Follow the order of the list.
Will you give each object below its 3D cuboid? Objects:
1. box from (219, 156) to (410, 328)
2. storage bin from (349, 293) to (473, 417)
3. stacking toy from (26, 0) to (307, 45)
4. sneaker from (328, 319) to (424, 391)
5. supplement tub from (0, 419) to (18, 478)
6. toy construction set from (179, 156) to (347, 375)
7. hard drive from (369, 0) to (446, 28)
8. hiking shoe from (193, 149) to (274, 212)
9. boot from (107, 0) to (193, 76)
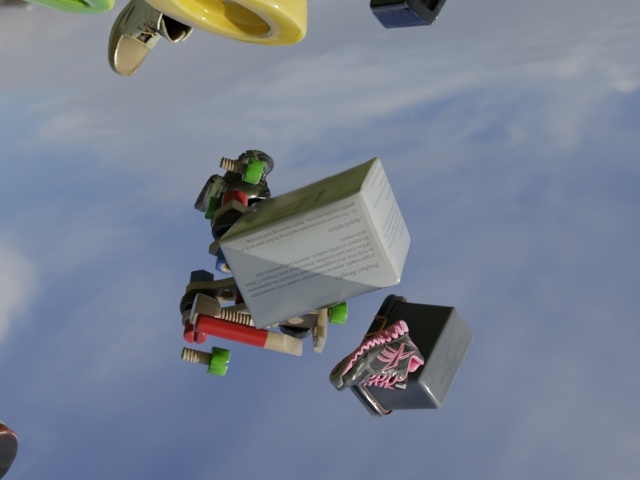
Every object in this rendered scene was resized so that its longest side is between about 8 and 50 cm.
[{"bbox_3d":[0.000,0.000,1.212,0.181,0.119,0.182,-19,-168,14],"label":"box"},{"bbox_3d":[0.104,0.124,1.130,0.091,0.098,0.135,-5,-137,42],"label":"storage bin"},{"bbox_3d":[-0.162,-0.250,0.663,0.279,0.130,0.309,12,174,28],"label":"stacking toy"},{"bbox_3d":[0.057,0.117,0.937,0.119,0.057,0.047,-25,168,-48],"label":"sneaker"},{"bbox_3d":[-0.491,0.236,1.308,0.198,0.106,0.106,32,-139,23],"label":"supplement tub"},{"bbox_3d":[-0.058,0.077,1.395,0.237,0.257,0.309,15,-154,-12],"label":"toy construction set"},{"bbox_3d":[0.158,-0.410,1.363,0.054,0.255,0.172,27,180,-22],"label":"hard drive"},{"bbox_3d":[-0.125,-0.078,1.748,0.086,0.114,0.227,-54,175,35],"label":"hiking shoe"},{"bbox_3d":[-0.289,-0.363,1.746,0.077,0.213,0.165,20,-165,-36],"label":"boot"}]
